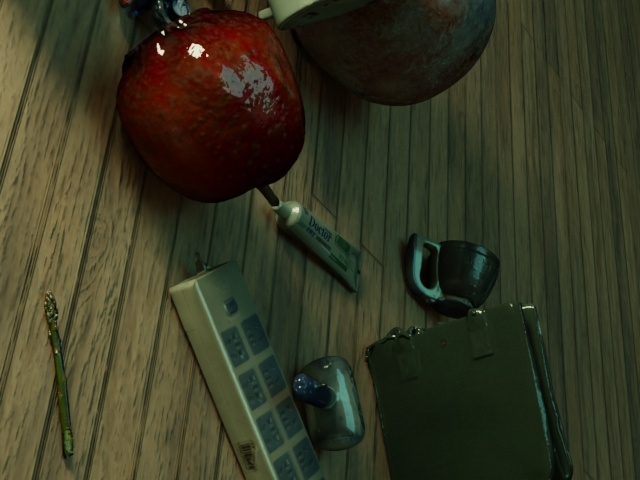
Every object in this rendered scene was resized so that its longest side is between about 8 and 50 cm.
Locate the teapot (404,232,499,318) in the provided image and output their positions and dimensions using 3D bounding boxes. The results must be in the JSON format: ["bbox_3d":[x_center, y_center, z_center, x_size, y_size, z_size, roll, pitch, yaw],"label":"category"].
[{"bbox_3d":[0.204,0.057,2.021,0.149,0.111,0.108,45,50,-47],"label":"teapot"}]

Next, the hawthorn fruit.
[{"bbox_3d":[-0.115,-0.137,1.495,0.249,0.215,0.215,64,28,-25],"label":"hawthorn fruit"}]

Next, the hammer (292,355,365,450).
[{"bbox_3d":[0.000,0.186,1.568,0.194,0.069,0.116,46,31,-72],"label":"hammer"}]

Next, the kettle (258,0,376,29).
[{"bbox_3d":[-0.036,-0.442,1.706,0.205,0.265,0.318,-25,94,-40],"label":"kettle"}]

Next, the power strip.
[{"bbox_3d":[-0.074,0.184,1.511,0.106,0.043,0.367,-30,99,-62],"label":"power strip"}]

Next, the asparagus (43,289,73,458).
[{"bbox_3d":[-0.250,0.127,1.270,0.016,0.013,0.166,30,47,-65],"label":"asparagus"}]

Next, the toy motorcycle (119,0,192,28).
[{"bbox_3d":[-0.195,-0.342,1.610,0.114,0.076,0.205,29,50,-39],"label":"toy motorcycle"}]

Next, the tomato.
[{"bbox_3d":[0.102,-0.351,1.936,0.317,0.282,0.316,30,44,-34],"label":"tomato"}]

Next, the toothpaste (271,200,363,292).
[{"bbox_3d":[0.000,0.000,1.769,0.218,0.041,0.064,39,52,-48],"label":"toothpaste"}]

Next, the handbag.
[{"bbox_3d":[0.192,0.222,1.742,0.079,0.247,0.260,7,68,-53],"label":"handbag"}]
